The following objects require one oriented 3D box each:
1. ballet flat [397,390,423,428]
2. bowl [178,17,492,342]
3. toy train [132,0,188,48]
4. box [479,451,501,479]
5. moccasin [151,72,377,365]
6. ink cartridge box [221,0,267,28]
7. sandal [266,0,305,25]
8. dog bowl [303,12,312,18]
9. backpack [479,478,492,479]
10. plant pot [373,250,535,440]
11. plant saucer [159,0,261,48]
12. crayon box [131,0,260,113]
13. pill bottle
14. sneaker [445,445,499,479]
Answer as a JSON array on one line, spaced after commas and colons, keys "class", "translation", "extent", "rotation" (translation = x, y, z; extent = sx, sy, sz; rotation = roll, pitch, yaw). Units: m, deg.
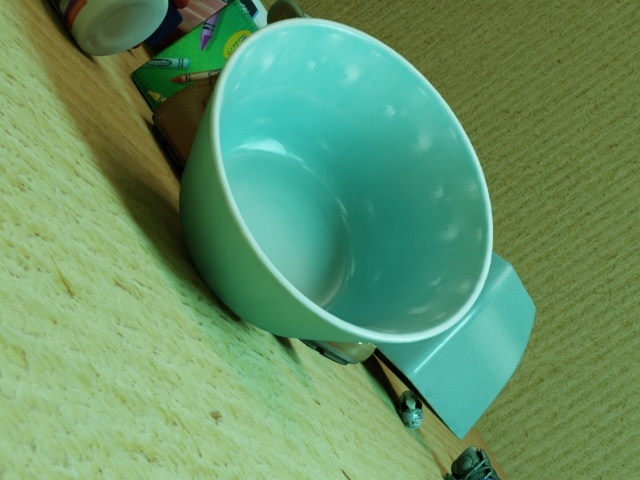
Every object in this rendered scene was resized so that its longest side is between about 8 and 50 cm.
[{"class": "ballet flat", "translation": [0.146, 0.265, 1.721], "extent": [0.041, 0.041, 0.114], "rotation": [55, 6, -12]}, {"class": "bowl", "translation": [-0.007, -0.031, 0.991], "extent": [0.312, 0.163, 0.311], "rotation": [19, 57, -31]}, {"class": "toy train", "translation": [-0.291, -0.379, 1.403], "extent": [0.143, 0.105, 0.248], "rotation": [46, -4, 43]}, {"class": "box", "translation": [0.362, 0.543, 1.944], "extent": [0.270, 0.060, 0.216], "rotation": [53, 6, -25]}, {"class": "moccasin", "translation": [-0.042, -0.032, 1.180], "extent": [0.380, 0.147, 0.139], "rotation": [58, 5, 28]}, {"class": "ink cartridge box", "translation": [-0.240, -0.424, 1.893], "extent": [0.333, 0.065, 0.165], "rotation": [21, -17, 35]}, {"class": "sandal", "translation": [-0.037, -0.283, 1.467], "extent": [0.049, 0.072, 0.180], "rotation": [28, 22, -46]}, {"class": "dog bowl", "translation": [0.053, -0.289, 1.953], "extent": [0.349, 0.102, 0.349], "rotation": [36, 11, -8]}, {"class": "backpack", "translation": [0.238, 0.396, 1.469], "extent": [0.120, 0.098, 0.101], "rotation": [44, -9, 21]}, {"class": "plant pot", "translation": [0.206, 0.124, 1.766], "extent": [0.248, 0.252, 0.247], "rotation": [42, -5, 43]}, {"class": "plant saucer", "translation": [-0.143, -0.301, 1.746], "extent": [0.332, 0.084, 0.332], "rotation": [35, -6, 4]}, {"class": "crayon box", "translation": [-0.126, -0.205, 1.432], "extent": [0.081, 0.165, 0.278], "rotation": [56, 4, 11]}, {"class": "pill bottle", "translation": [-0.253, -0.302, 1.130], "extent": [0.193, 0.108, 0.108], "rotation": [57, 5, 14]}, {"class": "sneaker", "translation": [0.257, 0.403, 1.678], "extent": [0.130, 0.087, 0.227], "rotation": [54, 1, 1]}]
